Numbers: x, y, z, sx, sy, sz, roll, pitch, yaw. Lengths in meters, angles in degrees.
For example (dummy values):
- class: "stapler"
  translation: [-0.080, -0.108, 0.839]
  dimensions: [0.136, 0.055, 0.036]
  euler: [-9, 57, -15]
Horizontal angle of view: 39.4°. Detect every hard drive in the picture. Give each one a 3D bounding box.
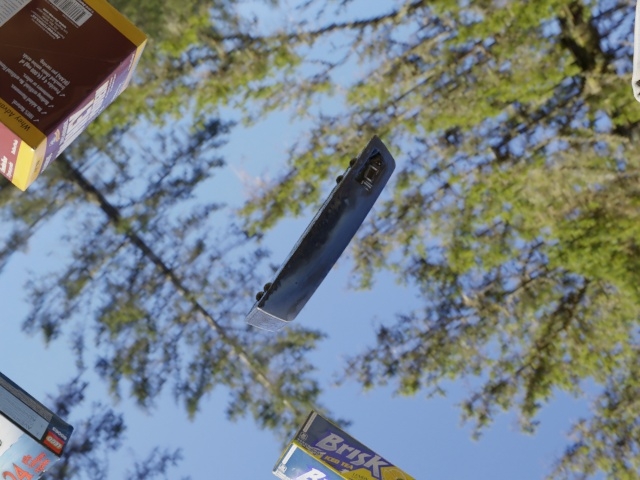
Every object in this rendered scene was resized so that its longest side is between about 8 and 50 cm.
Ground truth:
- class: "hard drive"
  translation: [0.000, 0.000, 1.107]
  dimensions: [0.254, 0.054, 0.172]
  euler: [-56, -177, -15]

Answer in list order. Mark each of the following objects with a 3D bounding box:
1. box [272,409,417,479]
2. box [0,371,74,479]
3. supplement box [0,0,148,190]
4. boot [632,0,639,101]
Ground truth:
- class: "box"
  translation: [0.040, 0.249, 0.907]
  dimensions: [0.054, 0.169, 0.059]
  euler: [-60, 175, 33]
- class: "box"
  translation: [-0.334, 0.182, 0.710]
  dimensions: [0.233, 0.159, 0.044]
  euler: [-43, -164, 17]
- class: "supplement box"
  translation: [-0.339, -0.202, 1.008]
  dimensions: [0.194, 0.191, 0.129]
  euler: [-53, -172, -28]
- class: "boot"
  translation: [0.269, -0.188, 0.528]
  dimensions: [0.123, 0.258, 0.095]
  euler: [-13, -139, -19]
